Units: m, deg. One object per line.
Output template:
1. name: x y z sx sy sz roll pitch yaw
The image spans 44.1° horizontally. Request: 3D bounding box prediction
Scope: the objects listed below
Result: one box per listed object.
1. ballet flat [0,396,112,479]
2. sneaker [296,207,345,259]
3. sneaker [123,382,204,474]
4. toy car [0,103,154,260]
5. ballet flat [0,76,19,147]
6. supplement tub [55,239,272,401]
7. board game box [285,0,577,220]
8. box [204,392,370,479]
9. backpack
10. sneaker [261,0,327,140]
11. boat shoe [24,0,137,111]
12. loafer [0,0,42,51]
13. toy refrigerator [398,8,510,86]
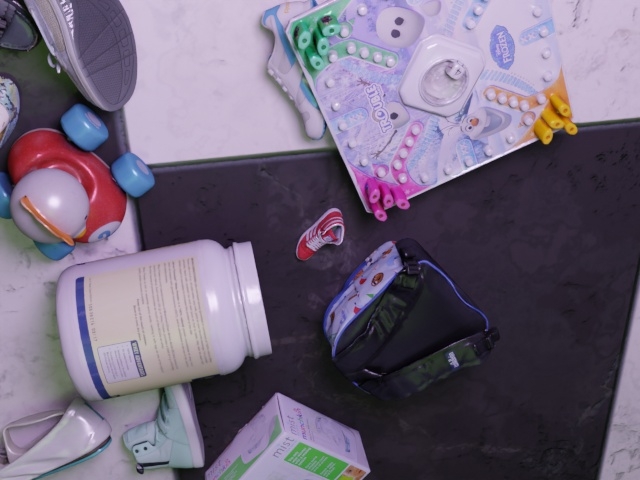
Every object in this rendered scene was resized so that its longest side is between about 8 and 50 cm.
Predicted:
1. ballet flat: -0.597 0.423 1.521 0.400 0.139 0.139 -29 121 0
2. sneaker: 0.000 0.000 1.428 0.042 0.067 0.118 32 108 -25
3. sneaker: -0.319 0.356 1.547 0.151 0.094 0.256 -7 119 -5
4. toy car: -0.396 -0.051 1.217 0.219 0.238 0.210 -36 120 10
5. ballet flat: -0.520 -0.162 1.229 0.070 0.070 0.188 20 113 -21
6. supplement tub: -0.260 0.129 1.348 0.324 0.235 0.236 -11 121 -5
7. board game box: 0.194 -0.248 1.239 0.389 0.050 0.390 -25 129 4
8. box: -0.073 0.480 1.651 0.231 0.127 0.262 32 109 -27
9. backpack: 0.137 0.150 1.461 0.263 0.213 0.276 -44 112 4
10. sneaker: -0.033 -0.269 1.269 0.092 0.087 0.229 -5 120 9
11. boat shoe: -0.369 -0.338 1.148 0.118 0.103 0.320 -51 133 -35
12. loafer: -0.527 -0.341 1.114 0.267 0.084 0.096 28 110 -24
13. toy refrigerator: 0.181 -0.327 1.271 0.269 0.094 0.102 -13 128 -4
